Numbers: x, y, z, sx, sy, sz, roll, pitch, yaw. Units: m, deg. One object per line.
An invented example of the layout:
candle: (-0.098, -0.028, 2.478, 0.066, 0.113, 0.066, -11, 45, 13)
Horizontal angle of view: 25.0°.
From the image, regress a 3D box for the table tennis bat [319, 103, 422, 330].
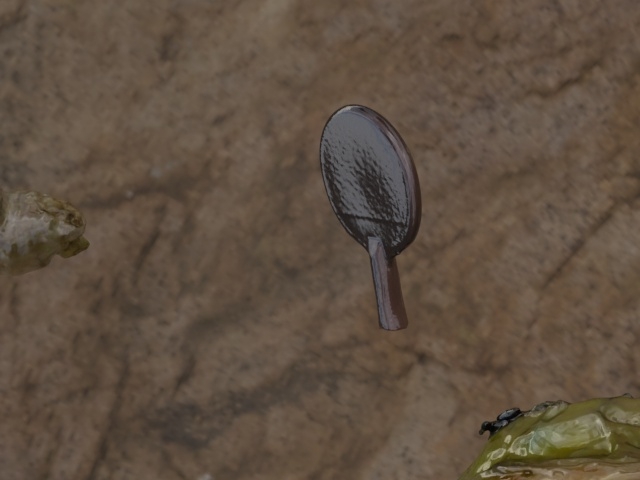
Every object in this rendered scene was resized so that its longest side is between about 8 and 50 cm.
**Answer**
table tennis bat: (0.000, 0.000, 1.011, 0.107, 0.119, 0.170, 12, 118, 54)

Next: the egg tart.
egg tart: (0.199, 0.194, 0.986, 0.315, 0.315, 0.120, -17, 49, 28)

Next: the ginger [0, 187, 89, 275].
ginger: (-0.266, -0.009, 0.956, 0.213, 0.137, 0.074, 0, 77, 32)
